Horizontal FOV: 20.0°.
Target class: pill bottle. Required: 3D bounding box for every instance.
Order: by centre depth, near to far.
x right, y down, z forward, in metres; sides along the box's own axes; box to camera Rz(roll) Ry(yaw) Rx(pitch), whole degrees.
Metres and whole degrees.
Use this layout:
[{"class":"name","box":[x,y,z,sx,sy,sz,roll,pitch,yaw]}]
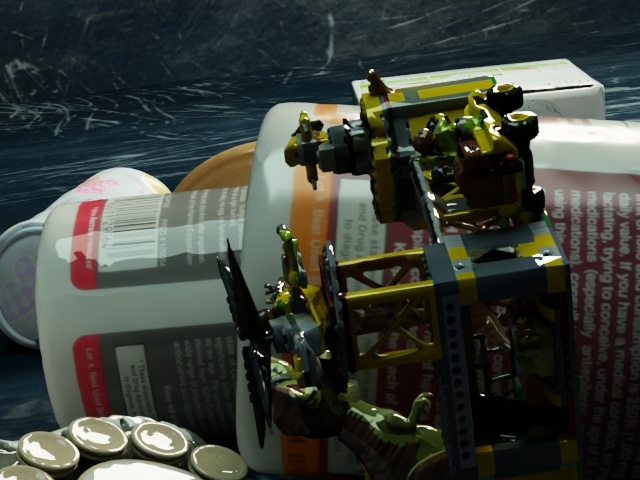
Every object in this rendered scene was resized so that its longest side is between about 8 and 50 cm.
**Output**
[{"class":"pill bottle","box":[0.155,0.040,1.070,0.392,0.224,0.224,4,14,3]},{"class":"pill bottle","box":[-0.027,0.046,1.277,0.319,0.176,0.176,-5,13,4]}]

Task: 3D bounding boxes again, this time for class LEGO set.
[{"class":"LEGO set","box":[0.011,0.091,0.842,0.192,0.331,0.255,-8,33,-2]}]

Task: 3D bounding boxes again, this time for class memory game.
[{"class":"memory game","box":[-0.094,0.157,1.025,0.186,0.012,0.186,15,26,-7]}]

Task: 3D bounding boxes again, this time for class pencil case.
[{"class":"pencil case","box":[-0.211,0.010,1.661,0.124,0.113,0.273,-10,11,11]}]

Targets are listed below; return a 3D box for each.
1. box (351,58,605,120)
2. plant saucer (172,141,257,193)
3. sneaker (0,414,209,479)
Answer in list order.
[{"class":"box","box":[0.173,-0.123,2.036,0.262,0.126,0.231,-6,13,-2]},{"class":"plant saucer","box":[-0.028,0.018,1.385,0.200,0.200,0.037,-5,31,3]},{"class":"sneaker","box":[-0.157,0.161,1.081,0.234,0.078,0.106,5,34,-33]}]
